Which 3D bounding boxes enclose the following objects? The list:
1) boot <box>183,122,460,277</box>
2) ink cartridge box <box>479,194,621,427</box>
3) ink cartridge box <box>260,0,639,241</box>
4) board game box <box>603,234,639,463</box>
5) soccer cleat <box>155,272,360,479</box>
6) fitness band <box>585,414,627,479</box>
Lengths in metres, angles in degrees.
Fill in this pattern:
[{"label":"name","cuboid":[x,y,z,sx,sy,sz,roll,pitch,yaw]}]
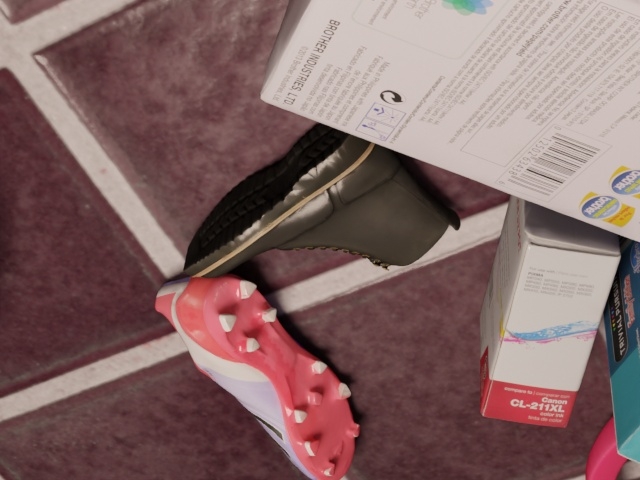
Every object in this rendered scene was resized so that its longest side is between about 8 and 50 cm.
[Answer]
[{"label":"boot","cuboid":[0.000,0.000,1.104,0.198,0.077,0.137,-34,121,28]},{"label":"ink cartridge box","cuboid":[0.175,0.038,1.073,0.072,0.127,0.175,9,127,0]},{"label":"ink cartridge box","cuboid":[0.188,-0.130,0.870,0.395,0.151,0.270,21,158,-8]},{"label":"board game box","cuboid":[0.372,0.108,1.024,0.336,0.254,0.079,25,126,-11]},{"label":"soccer cleat","cuboid":[-0.050,0.119,1.204,0.095,0.083,0.248,3,139,42]},{"label":"fitness band","cuboid":[0.375,0.229,1.244,0.291,0.054,0.209,31,121,-17]}]
